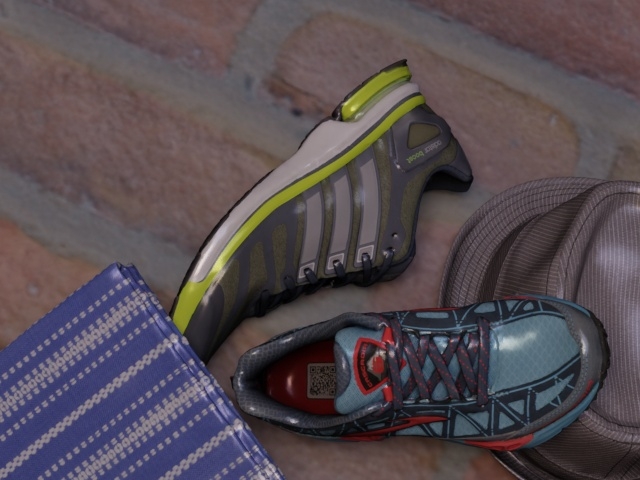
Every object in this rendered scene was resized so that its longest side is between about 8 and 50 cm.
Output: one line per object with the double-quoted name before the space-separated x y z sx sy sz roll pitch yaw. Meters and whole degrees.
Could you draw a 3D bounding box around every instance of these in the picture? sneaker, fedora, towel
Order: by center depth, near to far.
"sneaker" 0.058 0.094 0.889 0.261 0.125 0.104 -12 78 27
"towel" -0.125 0.212 0.893 0.243 0.040 0.336 -39 75 6
"fedora" 0.213 0.055 0.976 0.243 0.124 0.276 9 68 -3
"sneaker" 0.000 0.000 0.989 0.121 0.111 0.300 43 75 2
